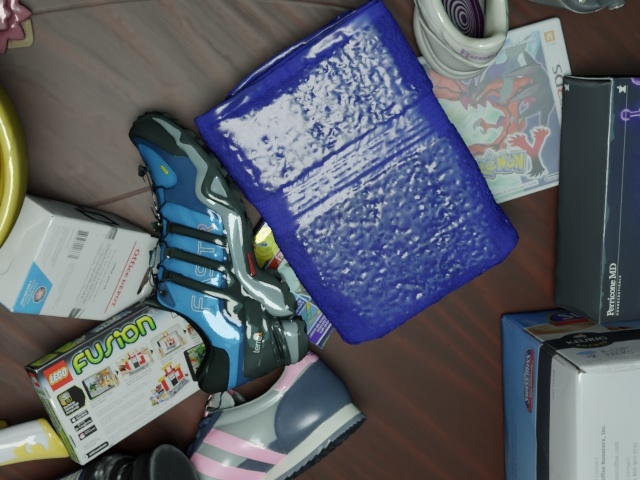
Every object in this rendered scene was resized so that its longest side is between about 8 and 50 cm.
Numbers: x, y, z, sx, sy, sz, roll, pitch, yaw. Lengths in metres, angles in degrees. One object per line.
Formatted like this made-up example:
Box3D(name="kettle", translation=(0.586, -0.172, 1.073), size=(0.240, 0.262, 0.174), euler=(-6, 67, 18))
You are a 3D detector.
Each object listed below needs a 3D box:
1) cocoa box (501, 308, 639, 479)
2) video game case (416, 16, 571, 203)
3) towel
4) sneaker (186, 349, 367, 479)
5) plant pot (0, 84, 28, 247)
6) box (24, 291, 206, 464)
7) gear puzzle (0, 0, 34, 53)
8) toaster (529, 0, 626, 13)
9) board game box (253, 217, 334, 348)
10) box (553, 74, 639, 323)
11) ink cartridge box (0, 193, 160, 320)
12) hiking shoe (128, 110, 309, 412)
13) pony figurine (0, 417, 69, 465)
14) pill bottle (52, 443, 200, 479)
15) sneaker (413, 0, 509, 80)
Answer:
Box3D(name="cocoa box", translation=(0.343, 0.260, 1.106), size=(0.231, 0.228, 0.347), euler=(-5, 101, -8))
Box3D(name="video game case", translation=(0.191, -0.133, 1.115), size=(0.201, 0.023, 0.183), euler=(-17, 102, -5))
Box3D(name="towel", translation=(0.042, -0.066, 1.049), size=(0.227, 0.076, 0.308), euler=(-32, 104, 5))
Box3D(name="sneaker", translation=(-0.109, 0.239, 1.114), size=(0.319, 0.112, 0.131), euler=(-35, 77, 3))
Box3D(name="plant pot", translation=(-0.393, -0.078, 0.927), size=(0.254, 0.239, 0.254), euler=(-2, 101, -8))
Box3D(name="box", translation=(-0.191, 0.130, 1.053), size=(0.207, 0.036, 0.114), euler=(-30, 107, -30))
Box3D(name="gear puzzle", translation=(-0.462, -0.256, 0.973), size=(0.339, 0.044, 0.175), euler=(-7, 108, -7))
Box3D(name="toaster", translation=(0.244, -0.340, 1.021), size=(0.129, 0.146, 0.227), euler=(-29, 104, -3))
Box3D(name="board game box", translation=(0.000, 0.000, 1.105), size=(0.136, 0.035, 0.201), euler=(34, 94, -13))
Box3D(name="box", translation=(0.365, -0.051, 1.105), size=(0.184, 0.103, 0.261), euler=(-4, 101, -15))
Box3D(name="ink cartridge box", translation=(-0.247, 0.022, 1.030), size=(0.060, 0.180, 0.104), euler=(28, 97, 31))
Box3D(name="hiking shoe", translation=(-0.131, 0.011, 1.014), size=(0.132, 0.113, 0.304), euler=(-29, 83, -12))
Box3D(name="pony figurine", translation=(-0.487, 0.193, 0.972), size=(0.363, 0.303, 0.351), euler=(-35, 113, -16))
Box3D(name="pill bottle", translation=(-0.233, 0.293, 1.026), size=(0.219, 0.123, 0.123), euler=(-27, 104, 17))
Box3D(name="sneaker", translation=(0.128, -0.317, 1.001), size=(0.114, 0.152, 0.305), euler=(-19, 95, -3))
